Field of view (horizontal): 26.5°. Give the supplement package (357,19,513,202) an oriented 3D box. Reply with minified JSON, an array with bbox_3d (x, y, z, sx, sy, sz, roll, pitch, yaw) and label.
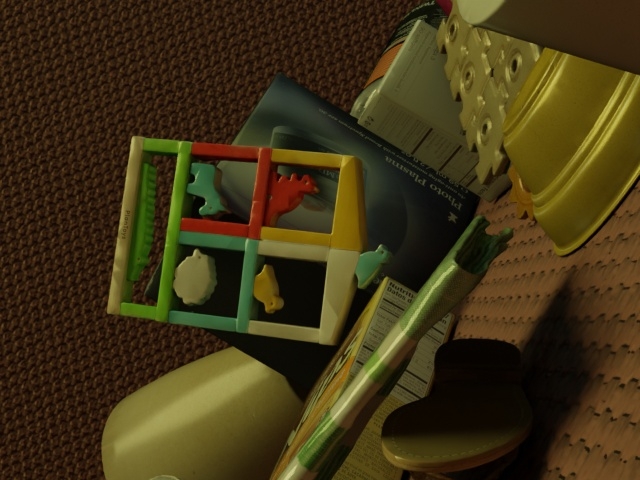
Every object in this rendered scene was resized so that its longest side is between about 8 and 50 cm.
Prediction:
[{"bbox_3d":[0.150,-0.141,1.499,0.105,0.179,0.105,-61,2,-19],"label":"supplement package"}]

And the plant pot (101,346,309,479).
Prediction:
[{"bbox_3d":[-0.087,0.230,1.675,0.274,0.256,0.256,-40,13,33],"label":"plant pot"}]

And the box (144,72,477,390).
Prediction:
[{"bbox_3d":[0.000,0.000,1.596,0.183,0.296,0.294,-58,4,38],"label":"box"}]

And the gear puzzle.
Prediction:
[{"bbox_3d":[0.185,-0.156,1.297,0.339,0.044,0.175,-100,22,-44],"label":"gear puzzle"}]

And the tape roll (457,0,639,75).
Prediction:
[{"bbox_3d":[0.202,-0.224,0.816,0.246,0.169,0.246,-164,90,-80],"label":"tape roll"}]

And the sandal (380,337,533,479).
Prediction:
[{"bbox_3d":[0.095,0.134,0.874,0.240,0.088,0.079,-45,-45,-72],"label":"sandal"}]

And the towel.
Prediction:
[{"bbox_3d":[0.017,0.129,0.920,0.325,0.038,0.248,-54,-5,14],"label":"towel"}]

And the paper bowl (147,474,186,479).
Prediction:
[{"bbox_3d":[-0.185,0.381,1.389,0.284,0.148,0.284,-43,35,40],"label":"paper bowl"}]

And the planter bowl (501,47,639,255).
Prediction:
[{"bbox_3d":[0.201,-0.103,1.042,0.217,0.090,0.217,-60,2,4],"label":"planter bowl"}]

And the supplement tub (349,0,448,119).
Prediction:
[{"bbox_3d":[0.151,-0.177,1.807,0.193,0.193,0.316,-58,3,40],"label":"supplement tub"}]

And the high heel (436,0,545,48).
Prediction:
[{"bbox_3d":[0.235,-0.279,1.364,0.127,0.181,0.377,-60,2,-26],"label":"high heel"}]

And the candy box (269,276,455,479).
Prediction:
[{"bbox_3d":[0.020,0.194,1.255,0.183,0.087,0.316,-58,3,34],"label":"candy box"}]

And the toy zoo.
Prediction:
[{"bbox_3d":[-0.068,0.000,1.389,0.030,0.293,0.192,20,-104,-72],"label":"toy zoo"}]
